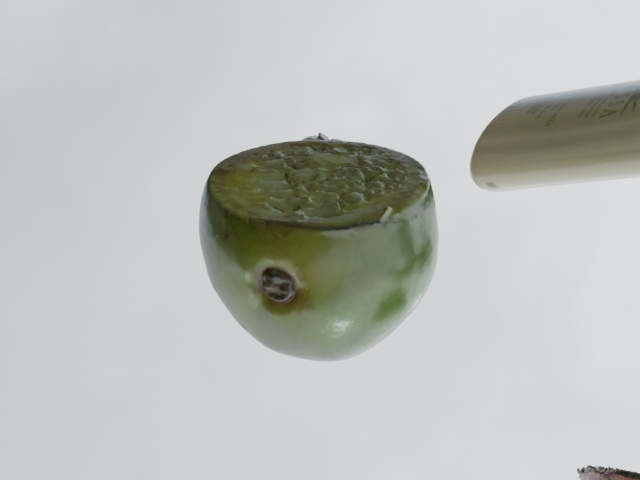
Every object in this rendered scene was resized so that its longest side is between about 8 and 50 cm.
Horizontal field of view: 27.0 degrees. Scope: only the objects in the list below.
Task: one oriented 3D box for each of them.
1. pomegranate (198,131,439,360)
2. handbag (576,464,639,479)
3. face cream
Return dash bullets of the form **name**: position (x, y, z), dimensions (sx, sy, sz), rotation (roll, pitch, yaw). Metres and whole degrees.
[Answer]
- **pomegranate**: position (-0.011, 0.005, 1.110), dimensions (0.190, 0.159, 0.241), rotation (-13, -148, -22)
- **handbag**: position (0.303, 0.283, 1.142), dimensions (0.179, 0.205, 0.116), rotation (3, -113, 55)
- **face cream**: position (0.325, -0.112, 1.307), dimensions (0.349, 0.081, 0.173), rotation (-4, -155, 46)
